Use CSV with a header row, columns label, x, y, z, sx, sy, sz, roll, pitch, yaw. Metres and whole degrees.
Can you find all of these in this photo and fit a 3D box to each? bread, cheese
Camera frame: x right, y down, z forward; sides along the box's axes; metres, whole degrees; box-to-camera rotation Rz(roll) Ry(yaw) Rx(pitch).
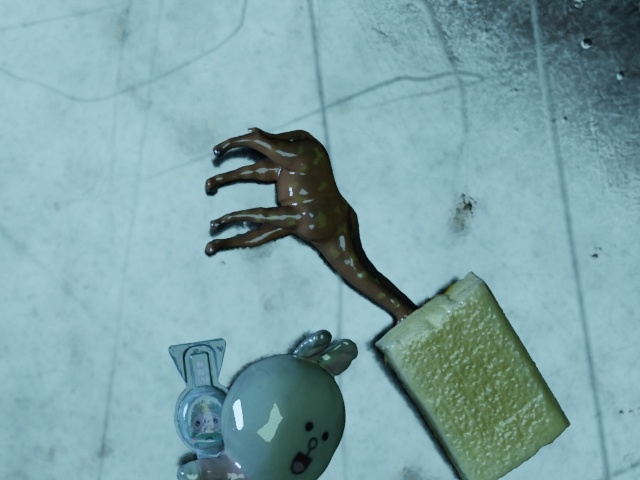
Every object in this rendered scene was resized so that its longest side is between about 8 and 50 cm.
label,x,y,z,sx,sy,sz,roll,pitch,yaw
bread,0.153,0.144,1.879,0.125,0.068,0.188,-33,103,-3
cheese,-0.117,0.162,1.892,0.067,0.026,0.121,-8,87,-5

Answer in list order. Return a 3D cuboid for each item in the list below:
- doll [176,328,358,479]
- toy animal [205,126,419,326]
label,x,y,z,sx,sy,sz,roll,pitch,yaw
doll,-0.059,0.210,1.848,0.155,0.113,0.275,30,79,-41
toy animal,0.000,0.000,1.893,0.229,0.066,0.224,1,86,-13
